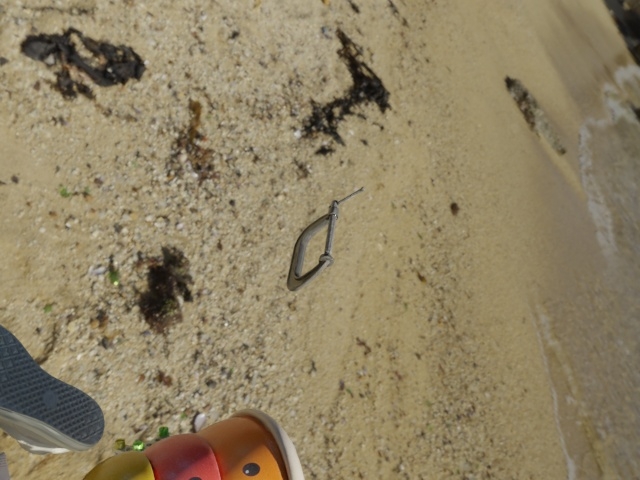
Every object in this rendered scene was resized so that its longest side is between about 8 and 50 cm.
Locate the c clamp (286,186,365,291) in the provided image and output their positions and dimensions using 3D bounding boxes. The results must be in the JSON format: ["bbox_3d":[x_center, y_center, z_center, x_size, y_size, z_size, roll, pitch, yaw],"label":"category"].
[{"bbox_3d":[0.000,0.000,0.889,0.022,0.137,0.161,40,42,-26],"label":"c clamp"}]

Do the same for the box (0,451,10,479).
[{"bbox_3d":[-0.608,0.492,1.018,0.126,0.262,0.231,-15,78,-16],"label":"box"}]

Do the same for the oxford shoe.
[{"bbox_3d":[-0.626,0.297,1.195,0.449,0.130,0.169,54,23,-35],"label":"oxford shoe"}]

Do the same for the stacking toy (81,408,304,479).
[{"bbox_3d":[-0.291,0.466,0.997,0.479,0.350,0.351,9,53,-35],"label":"stacking toy"}]

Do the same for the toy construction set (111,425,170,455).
[{"bbox_3d":[-0.434,0.655,1.719,0.215,0.151,0.327,-7,29,-40],"label":"toy construction set"}]
